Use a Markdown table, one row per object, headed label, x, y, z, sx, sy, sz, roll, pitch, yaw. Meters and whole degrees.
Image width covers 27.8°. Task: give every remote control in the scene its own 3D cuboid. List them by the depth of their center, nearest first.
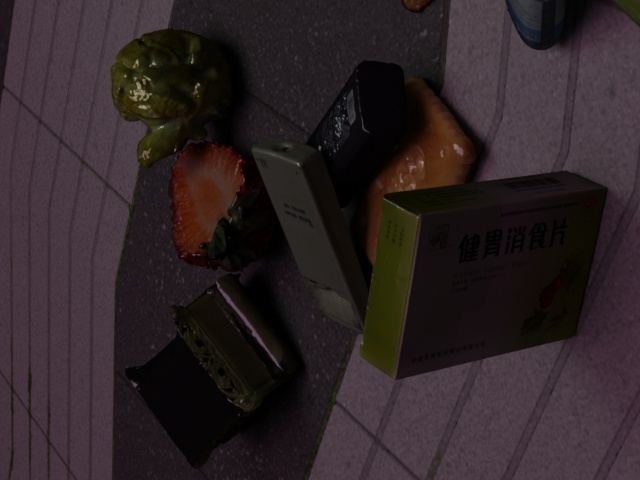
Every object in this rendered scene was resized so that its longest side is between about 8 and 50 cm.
| label | x | y | z | sx | sy | sz | roll | pitch | yaw |
| --- | --- | --- | --- | --- | --- | --- | --- | --- | --- |
| remote control | 0.000 | 0.000 | 1.669 | 0.123 | 0.038 | 0.285 | 19 | 138 | 53 |

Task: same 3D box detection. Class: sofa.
| label | x | y | z | sx | sy | sz | roll | pitch | yaw |
| --- | --- | --- | --- | --- | --- | --- | --- | --- | --- |
| sofa | -0.146 | 0.190 | 1.950 | 0.200 | 0.182 | 0.258 | 53 | 140 | 12 |

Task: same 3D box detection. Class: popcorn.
| label | x | y | z | sx | sy | sz | roll | pitch | yaw |
| --- | --- | --- | --- | --- | --- | --- | --- | --- | --- |
| popcorn | -0.230 | -0.214 | 1.940 | 0.198 | 0.198 | 0.212 | 2 | 92 | 57 |

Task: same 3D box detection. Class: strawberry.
| label | x | y | z | sx | sy | sz | roll | pitch | yaw |
| --- | --- | --- | --- | --- | --- | --- | --- | --- | --- |
| strawberry | -0.137 | -0.047 | 1.915 | 0.188 | 0.106 | 0.286 | -55 | 33 | 16 |

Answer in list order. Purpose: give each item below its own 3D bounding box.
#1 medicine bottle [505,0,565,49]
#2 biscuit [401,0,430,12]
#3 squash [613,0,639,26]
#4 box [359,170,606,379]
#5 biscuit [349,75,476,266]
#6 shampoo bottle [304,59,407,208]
| label | x | y | z | sx | sy | sz | roll | pitch | yaw |
| --- | --- | --- | --- | --- | --- | --- | --- | --- | --- |
| medicine bottle | 0.212 | -0.266 | 1.282 | 0.208 | 0.054 | 0.090 | 64 | -174 | -72 |
| biscuit | 0.133 | -0.416 | 1.508 | 0.237 | 0.013 | 0.232 | -37 | 65 | 54 |
| squash | 0.282 | -0.299 | 1.208 | 0.118 | 0.118 | 0.370 | -49 | 58 | 49 |
| box | 0.167 | 0.031 | 1.309 | 0.062 | 0.261 | 0.175 | 32 | 122 | 47 |
| biscuit | 0.106 | -0.061 | 1.585 | 0.160 | 0.030 | 0.249 | 60 | 141 | 39 |
| shampoo bottle | 0.028 | -0.113 | 1.633 | 0.309 | 0.071 | 0.098 | 131 | 136 | -63 |
